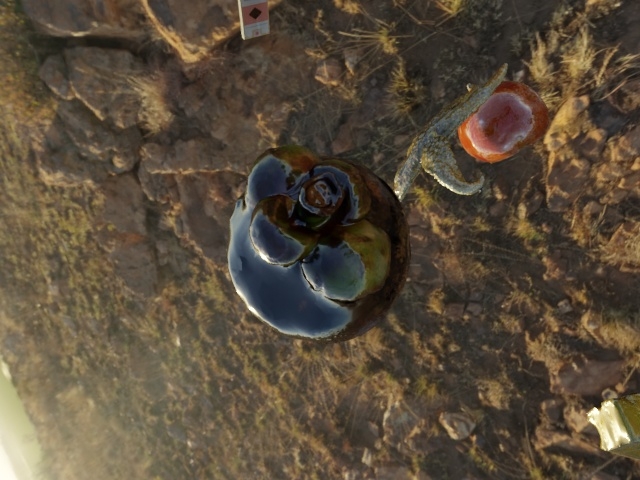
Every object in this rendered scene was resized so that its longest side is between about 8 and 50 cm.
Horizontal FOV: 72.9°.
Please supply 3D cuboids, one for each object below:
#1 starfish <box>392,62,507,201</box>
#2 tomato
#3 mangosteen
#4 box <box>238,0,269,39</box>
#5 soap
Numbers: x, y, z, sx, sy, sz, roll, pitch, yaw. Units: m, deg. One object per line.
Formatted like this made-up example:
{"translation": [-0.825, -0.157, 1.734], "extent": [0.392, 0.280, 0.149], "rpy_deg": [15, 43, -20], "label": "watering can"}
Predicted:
{"translation": [0.231, -0.180, 0.859], "extent": [0.094, 0.327, 0.375], "rpy_deg": [30, 124, -17], "label": "starfish"}
{"translation": [0.473, -0.317, 1.149], "extent": [0.232, 0.232, 0.189], "rpy_deg": [-24, 99, 48], "label": "tomato"}
{"translation": [0.003, 0.001, 0.589], "extent": [0.287, 0.233, 0.288], "rpy_deg": [180, 90, -64], "label": "mangosteen"}
{"translation": [-0.101, -0.351, 0.655], "extent": [0.012, 0.046, 0.083], "rpy_deg": [55, 158, 30], "label": "box"}
{"translation": [0.624, 0.354, 0.826], "extent": [0.160, 0.257, 0.080], "rpy_deg": [-38, 42, 31], "label": "soap"}
